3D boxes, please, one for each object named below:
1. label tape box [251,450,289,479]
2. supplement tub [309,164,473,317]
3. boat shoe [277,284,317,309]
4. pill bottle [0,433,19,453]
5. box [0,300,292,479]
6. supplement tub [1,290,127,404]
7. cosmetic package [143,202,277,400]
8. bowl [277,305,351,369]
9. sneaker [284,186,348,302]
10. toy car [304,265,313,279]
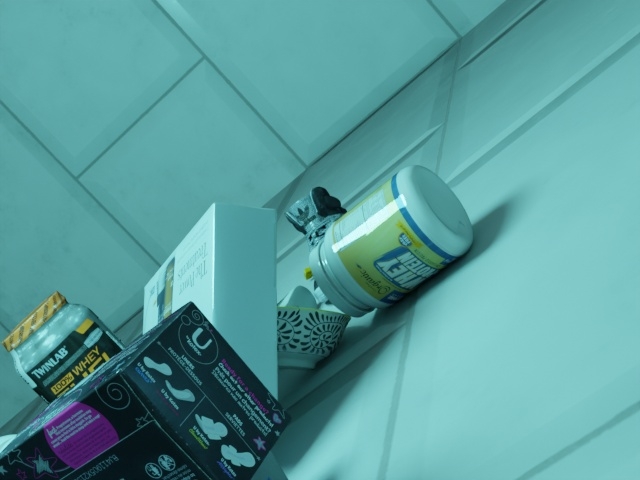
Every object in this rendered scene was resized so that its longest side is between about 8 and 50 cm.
[{"bbox_3d":[-0.129,0.337,0.997,0.241,0.106,0.333,-39,10,17],"label":"label tape box"},{"bbox_3d":[0.096,0.005,1.400,0.200,0.144,0.144,-38,11,26],"label":"supplement tub"},{"bbox_3d":[-0.069,0.149,1.658,0.070,0.078,0.219,-37,4,27],"label":"boat shoe"},{"bbox_3d":[-0.607,0.489,1.921,0.361,0.204,0.204,-32,14,46],"label":"pill bottle"},{"bbox_3d":[-0.180,0.201,0.986,0.247,0.163,0.142,-35,8,33],"label":"box"},{"bbox_3d":[-0.478,0.265,2.037,0.193,0.316,0.193,-42,10,9],"label":"supplement tub"},{"bbox_3d":[-0.164,0.147,1.397,0.377,0.097,0.284,139,132,-59],"label":"cosmetic package"},{"bbox_3d":[-0.042,0.144,1.448,0.170,0.170,0.080,161,115,-66],"label":"bowl"},{"bbox_3d":[0.000,0.000,1.764,0.101,0.153,0.268,-39,11,23],"label":"sneaker"},{"bbox_3d":[-0.008,0.027,1.978,0.122,0.060,0.040,-41,-24,-30],"label":"toy car"}]
